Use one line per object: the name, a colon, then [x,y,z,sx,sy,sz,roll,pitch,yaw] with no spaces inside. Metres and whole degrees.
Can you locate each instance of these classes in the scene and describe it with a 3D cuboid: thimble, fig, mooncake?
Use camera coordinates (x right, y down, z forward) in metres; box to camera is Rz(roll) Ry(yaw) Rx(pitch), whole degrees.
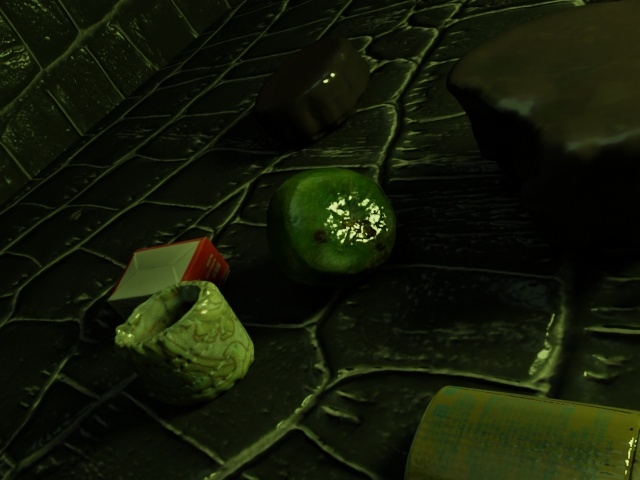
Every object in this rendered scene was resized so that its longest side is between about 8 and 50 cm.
thimble: [-0.209,0.159,0.965,0.190,0.143,0.137,-25,34,11]
fig: [0.000,0.000,1.036,0.203,0.203,0.235,-51,-2,-28]
mooncake: [0.377,-0.164,0.858,0.350,0.212,0.381,-21,38,17]
mooncake: [-0.016,-0.341,1.490,0.283,0.141,0.283,-29,32,21]

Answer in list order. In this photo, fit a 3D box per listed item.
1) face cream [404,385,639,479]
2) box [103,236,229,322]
face cream: [0.227,0.214,0.607,0.285,0.067,0.139,-2,43,39]
box: [-0.276,0.081,1.171,0.182,0.099,0.133,-11,40,26]
